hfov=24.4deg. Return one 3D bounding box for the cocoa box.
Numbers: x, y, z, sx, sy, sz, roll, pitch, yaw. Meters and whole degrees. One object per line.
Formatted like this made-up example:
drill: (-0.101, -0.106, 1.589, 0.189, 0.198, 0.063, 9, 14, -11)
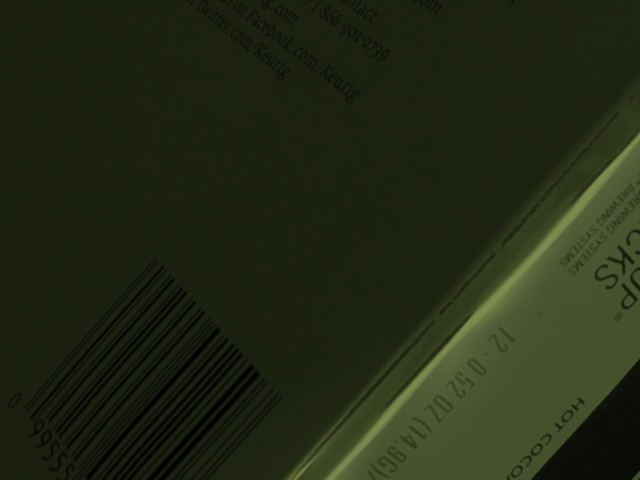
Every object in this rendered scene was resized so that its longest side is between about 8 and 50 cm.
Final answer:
cocoa box: (0.000, 0.000, 0.545, 0.231, 0.347, 0.228, -48, 134, 1)
